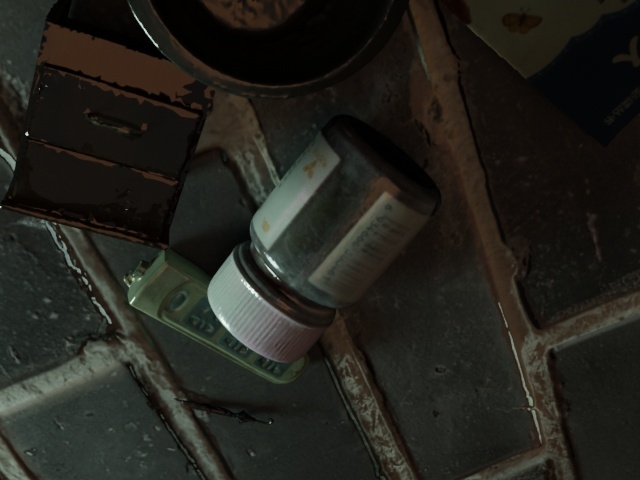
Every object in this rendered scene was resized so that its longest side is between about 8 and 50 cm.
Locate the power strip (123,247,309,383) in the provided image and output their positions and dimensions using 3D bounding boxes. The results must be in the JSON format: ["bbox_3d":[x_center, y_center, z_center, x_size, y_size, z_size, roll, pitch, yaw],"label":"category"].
[{"bbox_3d":[-0.125,0.109,1.035,0.286,0.048,0.080,36,108,-27],"label":"power strip"}]

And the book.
[{"bbox_3d":[0.298,-0.314,0.844,0.428,0.039,0.300,28,111,-34],"label":"book"}]

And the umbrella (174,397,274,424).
[{"bbox_3d":[-0.139,0.248,1.125,0.149,0.022,0.022,15,138,-10],"label":"umbrella"}]

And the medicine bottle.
[{"bbox_3d":[0.000,0.000,0.931,0.165,0.165,0.273,32,110,-24],"label":"medicine bottle"}]

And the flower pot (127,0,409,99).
[{"bbox_3d":[-0.056,-0.274,0.752,0.269,0.166,0.269,-3,105,-10],"label":"flower pot"}]

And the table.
[{"bbox_3d":[-0.213,-0.128,0.813,0.169,0.172,0.193,15,115,-18],"label":"table"}]
